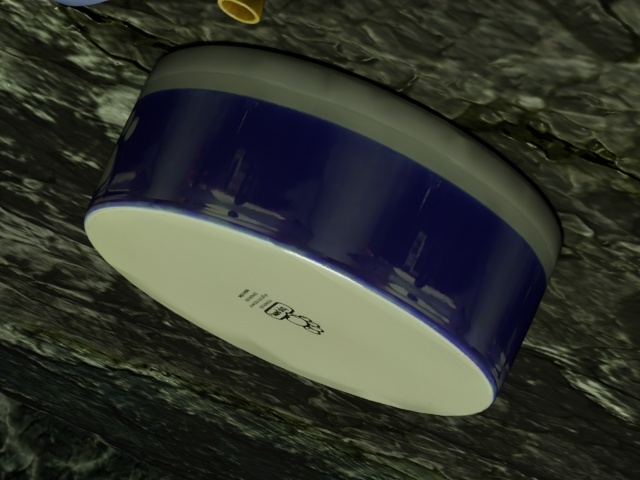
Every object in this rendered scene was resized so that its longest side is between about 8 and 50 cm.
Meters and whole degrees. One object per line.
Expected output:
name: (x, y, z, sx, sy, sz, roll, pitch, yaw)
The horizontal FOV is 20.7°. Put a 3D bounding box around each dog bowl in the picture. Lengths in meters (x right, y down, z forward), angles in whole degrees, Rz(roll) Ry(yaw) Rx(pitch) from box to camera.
dog bowl: (0.000, 0.000, 1.024, 0.265, 0.104, 0.265, 23, 164, 7)

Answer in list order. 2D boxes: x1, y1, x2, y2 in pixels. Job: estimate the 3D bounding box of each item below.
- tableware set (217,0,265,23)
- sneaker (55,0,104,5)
tableware set: (-0.097, -0.142, 0.865, 0.154, 0.024, 0.104, 18, 163, 18)
sneaker: (-0.091, -0.177, 0.568, 0.182, 0.127, 0.315, 18, 161, 28)
